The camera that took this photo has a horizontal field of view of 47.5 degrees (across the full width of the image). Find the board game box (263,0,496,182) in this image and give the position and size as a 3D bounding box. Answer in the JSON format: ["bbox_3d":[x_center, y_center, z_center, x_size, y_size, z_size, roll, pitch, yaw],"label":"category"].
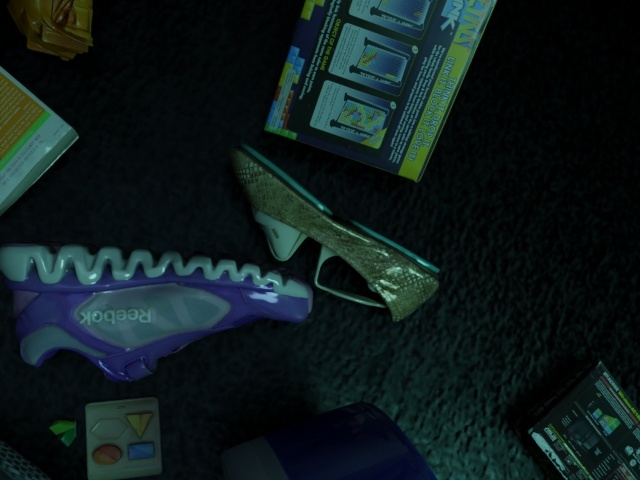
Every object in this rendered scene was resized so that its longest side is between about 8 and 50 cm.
[{"bbox_3d":[0.045,-0.151,0.590,0.141,0.048,0.170,18,113,-9],"label":"board game box"}]

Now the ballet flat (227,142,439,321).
[{"bbox_3d":[0.000,0.000,0.594,0.206,0.073,0.067,33,93,-1],"label":"ballet flat"}]

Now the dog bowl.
[{"bbox_3d":[0.027,0.244,0.464,0.104,0.265,0.265,-19,86,-15],"label":"dog bowl"}]

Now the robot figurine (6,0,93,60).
[{"bbox_3d":[-0.240,-0.297,0.548,0.211,0.085,0.291,2,88,-44],"label":"robot figurine"}]

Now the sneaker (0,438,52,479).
[{"bbox_3d":[-0.223,0.277,0.478,0.366,0.137,0.210,40,75,-6],"label":"sneaker"}]

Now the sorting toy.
[{"bbox_3d":[-0.168,0.157,0.569,0.083,0.012,0.062,-4,83,-11],"label":"sorting toy"}]

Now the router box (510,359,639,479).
[{"bbox_3d":[0.238,0.178,0.626,0.092,0.038,0.122,-38,91,-12],"label":"router box"}]

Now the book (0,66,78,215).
[{"bbox_3d":[-0.281,-0.099,0.573,0.144,0.035,0.096,41,81,-2],"label":"book"}]

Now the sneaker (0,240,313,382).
[{"bbox_3d":[-0.125,0.057,0.556,0.236,0.095,0.104,3,89,-5],"label":"sneaker"}]
